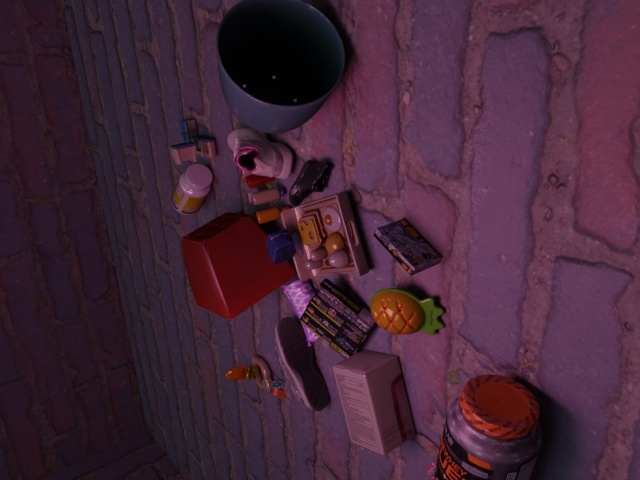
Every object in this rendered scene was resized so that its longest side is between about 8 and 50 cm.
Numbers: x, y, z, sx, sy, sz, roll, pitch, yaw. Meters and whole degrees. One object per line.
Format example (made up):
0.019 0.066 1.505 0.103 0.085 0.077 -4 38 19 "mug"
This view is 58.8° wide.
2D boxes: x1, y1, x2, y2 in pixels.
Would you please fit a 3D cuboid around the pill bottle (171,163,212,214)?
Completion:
-0.478 -0.191 2.124 0.119 0.119 0.208 63 145 12 "pill bottle"

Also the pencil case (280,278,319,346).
-0.041 0.211 1.735 0.206 0.088 0.086 62 148 12 "pencil case"

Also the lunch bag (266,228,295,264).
-0.119 0.013 1.654 0.065 0.067 0.098 56 151 30 "lunch bag"

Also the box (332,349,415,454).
0.145 0.434 1.547 0.149 0.127 0.232 -1 104 55 "box"

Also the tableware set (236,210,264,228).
-0.240 -0.053 1.942 0.154 0.024 0.104 41 136 37 "tableware set"

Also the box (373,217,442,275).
0.198 0.013 1.297 0.137 0.094 0.027 50 141 29 "box"

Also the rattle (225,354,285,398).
-0.242 0.531 2.133 0.199 0.143 0.130 48 122 39 "rattle"

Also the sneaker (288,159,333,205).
-0.027 -0.151 1.552 0.089 0.051 0.170 47 121 39 "sneaker"

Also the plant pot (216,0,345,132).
-0.111 -0.395 1.379 0.293 0.293 0.235 64 161 10 "plant pot"

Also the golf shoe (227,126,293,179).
-0.211 -0.269 1.685 0.306 0.140 0.115 32 121 44 "golf shoe"

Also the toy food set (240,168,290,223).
-0.174 -0.167 1.761 0.111 0.104 0.232 87 163 -44 "toy food set"

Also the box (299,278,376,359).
0.048 0.225 1.601 0.191 0.045 0.184 37 137 12 "box"

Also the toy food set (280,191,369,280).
0.000 0.000 1.569 0.306 0.092 0.219 -10 97 56 "toy food set"

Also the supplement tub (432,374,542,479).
0.352 0.453 1.208 0.193 0.193 0.316 33 130 43 "supplement tub"

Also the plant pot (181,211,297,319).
-0.279 0.056 1.780 0.267 0.267 0.235 9 127 55 "plant pot"

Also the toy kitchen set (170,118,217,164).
-0.482 -0.352 2.008 0.207 0.166 0.122 19 121 49 "toy kitchen set"

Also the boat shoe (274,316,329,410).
-0.077 0.406 1.859 0.103 0.118 0.320 -20 96 52 "boat shoe"

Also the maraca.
0.206 0.174 1.368 0.186 0.099 0.127 6 122 26 "maraca"

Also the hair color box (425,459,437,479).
0.345 0.599 1.377 0.167 0.093 0.053 52 141 27 "hair color box"
